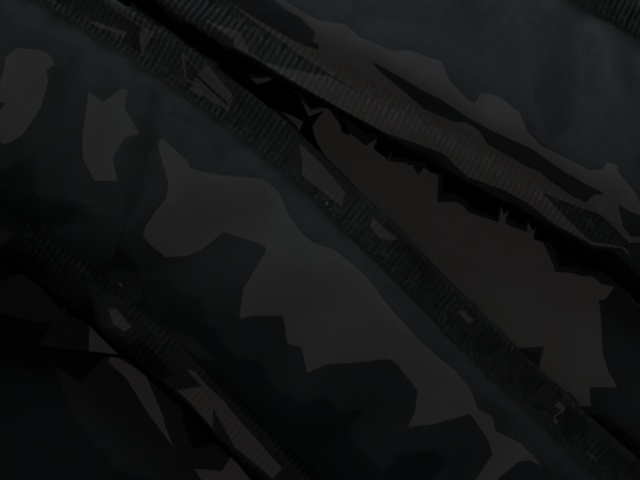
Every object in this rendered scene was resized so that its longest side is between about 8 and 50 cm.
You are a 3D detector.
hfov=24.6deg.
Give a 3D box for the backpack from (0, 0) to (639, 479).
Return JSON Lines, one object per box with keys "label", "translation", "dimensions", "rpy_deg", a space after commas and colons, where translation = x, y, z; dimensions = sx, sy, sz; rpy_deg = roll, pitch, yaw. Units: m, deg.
{"label": "backpack", "translation": [0.000, 0.000, 0.418], "dimensions": [0.355, 0.273, 0.290], "rpy_deg": [28, 74, 13]}
